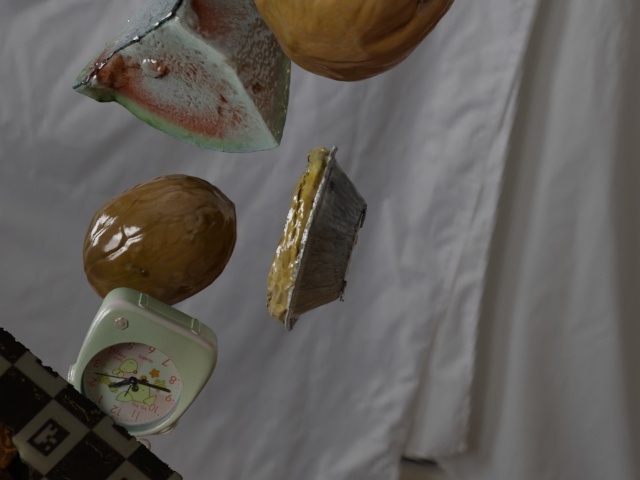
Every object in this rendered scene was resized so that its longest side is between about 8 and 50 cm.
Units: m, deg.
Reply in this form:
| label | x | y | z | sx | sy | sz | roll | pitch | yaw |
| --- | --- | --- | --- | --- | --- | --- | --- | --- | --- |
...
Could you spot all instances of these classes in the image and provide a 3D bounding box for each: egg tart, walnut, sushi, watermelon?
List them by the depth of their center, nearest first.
| label | x | y | z | sx | sy | sz | roll | pitch | yaw |
| --- | --- | --- | --- | --- | --- | --- | --- | --- | --- |
| walnut | 0.034 | -0.247 | 1.176 | 0.195 | 0.222 | 0.195 | 28 | -13 | 7 |
| sushi | -0.357 | 0.265 | 1.283 | 0.064 | 0.359 | 0.343 | 38 | -10 | 45 |
| egg tart | 0.000 | 0.000 | 1.641 | 0.094 | 0.234 | 0.234 | 14 | 19 | 3 |
| walnut | -0.200 | 0.001 | 1.704 | 0.207 | 0.167 | 0.167 | -28 | 26 | 0 |
| watermelon | -0.159 | -0.229 | 1.759 | 0.289 | 0.320 | 0.214 | 56 | 4 | 5 |

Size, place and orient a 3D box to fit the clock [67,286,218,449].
| label | x | y | z | sx | sy | sz | roll | pitch | yaw |
| --- | --- | --- | --- | --- | --- | --- | --- | --- | --- |
| clock | -0.222 | 0.162 | 1.607 | 0.151 | 0.191 | 0.062 | 28 | 17 | -13 |
